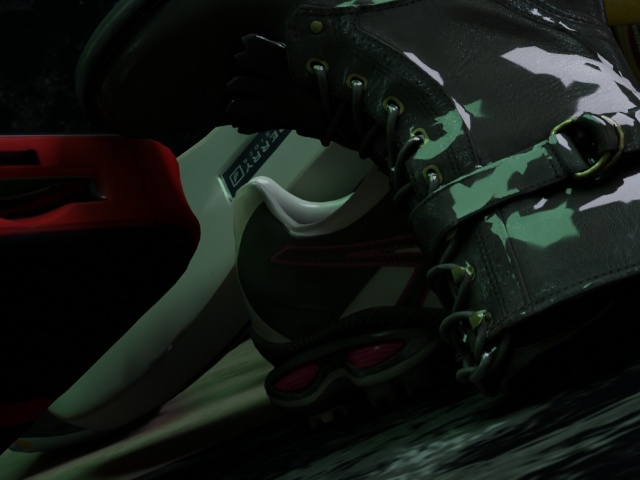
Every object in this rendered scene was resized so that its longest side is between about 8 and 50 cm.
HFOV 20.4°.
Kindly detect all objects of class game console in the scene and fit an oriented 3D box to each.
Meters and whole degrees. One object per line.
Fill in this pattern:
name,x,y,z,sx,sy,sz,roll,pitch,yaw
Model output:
game console,-0.266,0.071,0.806,0.387,0.060,0.342,-4,-31,-49

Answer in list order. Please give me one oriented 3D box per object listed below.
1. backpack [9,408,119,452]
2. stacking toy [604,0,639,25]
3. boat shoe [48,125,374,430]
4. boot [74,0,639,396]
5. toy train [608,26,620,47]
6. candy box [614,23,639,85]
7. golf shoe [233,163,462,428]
backpack,-0.165,0.076,1.171,0.152,0.115,0.182,-10,1,-1
stacking toy,0.187,-0.255,1.112,0.480,0.350,0.350,-48,12,-21
boat shoe,0.000,0.000,0.968,0.158,0.127,0.340,23,-55,-38
boot,0.039,-0.034,0.739,0.263,0.229,0.091,-18,-34,0
toy train,0.185,-0.204,1.340,0.334,0.190,0.142,-23,-37,-46
candy box,0.374,-0.172,1.180,0.316,0.087,0.183,3,29,47
golf shoe,0.085,-0.008,0.809,0.273,0.120,0.105,-20,1,15
